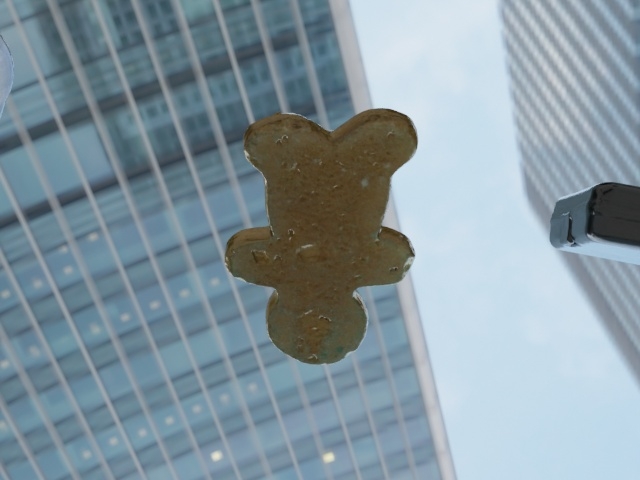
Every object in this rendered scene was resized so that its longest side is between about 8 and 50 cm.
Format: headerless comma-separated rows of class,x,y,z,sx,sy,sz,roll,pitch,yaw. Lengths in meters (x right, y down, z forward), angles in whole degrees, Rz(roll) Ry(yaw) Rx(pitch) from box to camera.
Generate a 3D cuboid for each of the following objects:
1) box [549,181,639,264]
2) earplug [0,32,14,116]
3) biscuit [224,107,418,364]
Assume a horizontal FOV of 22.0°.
box,0.276,-0.006,1.326,0.160,0.230,0.050,11,-91,0
earplug,-0.528,-0.259,1.643,0.312,0.313,0.394,-28,-113,-11
biscuit,0.000,0.000,1.313,0.153,0.234,0.030,0,-147,0
